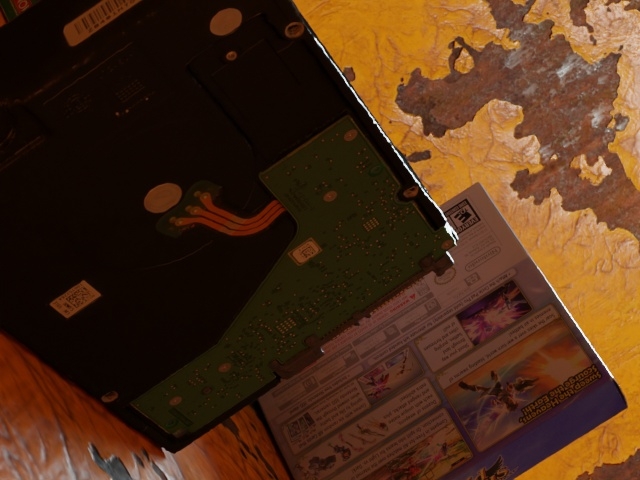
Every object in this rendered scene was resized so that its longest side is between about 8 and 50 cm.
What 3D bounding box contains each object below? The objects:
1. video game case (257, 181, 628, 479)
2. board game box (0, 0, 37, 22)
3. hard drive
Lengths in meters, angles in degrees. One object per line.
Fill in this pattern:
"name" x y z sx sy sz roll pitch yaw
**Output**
"video game case" 0.084 0.113 1.416 0.061 0.269 0.244 53 5 -50
"board game box" -0.268 -0.238 1.641 0.213 0.046 0.317 51 6 -51
"hard drive" -0.076 -0.020 0.940 0.064 0.237 0.339 60 7 36
